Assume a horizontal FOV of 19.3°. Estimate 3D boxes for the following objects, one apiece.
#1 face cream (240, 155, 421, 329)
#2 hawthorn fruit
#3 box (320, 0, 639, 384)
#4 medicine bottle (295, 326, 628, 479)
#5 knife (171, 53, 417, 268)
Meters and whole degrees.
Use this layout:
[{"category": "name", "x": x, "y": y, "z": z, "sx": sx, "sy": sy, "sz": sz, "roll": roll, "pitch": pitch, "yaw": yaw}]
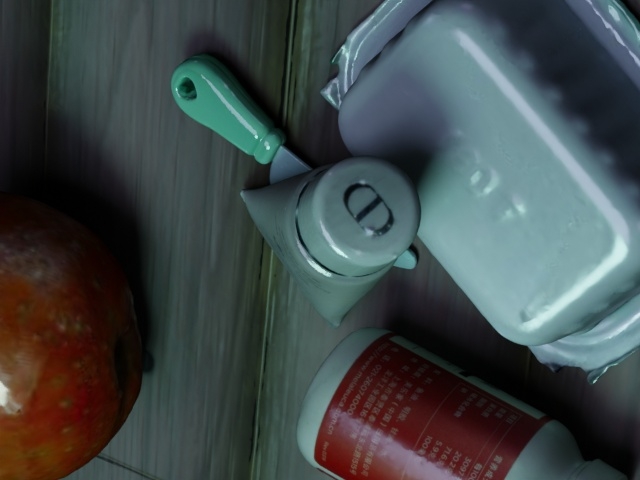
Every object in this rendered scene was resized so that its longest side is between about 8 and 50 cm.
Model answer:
[{"category": "face cream", "x": 0.000, "y": 0.000, "z": 1.463, "sx": 0.143, "sy": 0.089, "sz": 0.314, "roll": 55, "pitch": 164, "yaw": -1}, {"category": "hawthorn fruit", "x": -0.297, "y": 0.093, "z": 1.667, "sx": 0.284, "sy": 0.284, "sz": 0.284, "roll": 14, "pitch": 117, "yaw": 29}, {"category": "box", "x": 0.147, "y": -0.058, "z": 1.401, "sx": 0.336, "sy": 0.106, "sz": 0.264, "roll": 50, "pitch": 128, "yaw": 5}, {"category": "medicine bottle", "x": 0.111, "y": 0.175, "z": 1.508, "sx": 0.250, "sy": 0.131, "sz": 0.131, "roll": 27, "pitch": 123, "yaw": 21}, {"category": "knife", "x": -0.027, "y": -0.055, "z": 1.568, "sx": 0.260, "sy": 0.034, "sz": 0.063, "roll": 44, "pitch": 132, "yaw": 6}]
